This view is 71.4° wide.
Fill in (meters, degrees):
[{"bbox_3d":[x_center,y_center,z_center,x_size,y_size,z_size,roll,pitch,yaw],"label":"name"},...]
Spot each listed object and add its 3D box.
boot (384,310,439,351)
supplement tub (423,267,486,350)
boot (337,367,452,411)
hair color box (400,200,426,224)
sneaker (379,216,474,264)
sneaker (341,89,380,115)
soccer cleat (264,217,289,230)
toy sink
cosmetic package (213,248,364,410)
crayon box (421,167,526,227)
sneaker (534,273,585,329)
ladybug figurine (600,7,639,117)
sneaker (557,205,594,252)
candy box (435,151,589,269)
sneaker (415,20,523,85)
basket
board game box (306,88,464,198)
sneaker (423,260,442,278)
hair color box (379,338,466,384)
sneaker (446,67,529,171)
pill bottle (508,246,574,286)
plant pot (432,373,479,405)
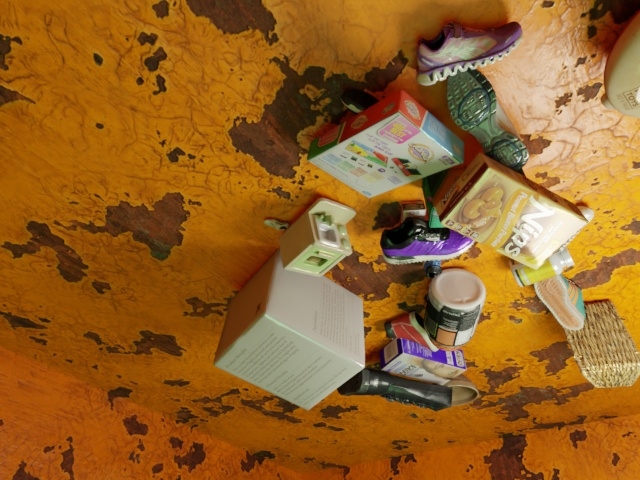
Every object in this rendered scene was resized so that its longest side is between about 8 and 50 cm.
[{"bbox_3d":[0.380,0.404,1.885,0.176,0.088,0.244,-27,122,28],"label":"boot"},{"bbox_3d":[0.487,0.266,1.649,0.194,0.193,0.315,-2,138,4],"label":"supplement tub"},{"bbox_3d":[0.331,0.683,2.073,0.446,0.146,0.367,13,166,-14],"label":"boot"},{"bbox_3d":[0.290,-0.060,1.410,0.072,0.043,0.141,-2,138,4],"label":"hair color box"},{"bbox_3d":[0.320,-0.014,1.351,0.294,0.102,0.146,-13,136,13],"label":"sneaker"},{"bbox_3d":[0.141,-0.291,1.134,0.235,0.084,0.097,23,134,-22],"label":"sneaker"},{"bbox_3d":[-0.142,-0.050,1.440,0.083,0.035,0.029,11,137,-10],"label":"soccer cleat"},{"bbox_3d":[0.000,0.000,1.398,0.153,0.131,0.234,16,137,-36],"label":"toy sink"},{"bbox_3d":[-0.096,0.313,1.559,0.394,0.327,0.329,33,122,-19],"label":"cosmetic package"},{"bbox_3d":[0.436,-0.123,1.247,0.279,0.165,0.081,-1,137,3],"label":"crayon box"},{"bbox_3d":[0.875,0.184,1.627,0.108,0.121,0.302,-14,121,47],"label":"sneaker"},{"bbox_3d":[0.785,-0.437,0.896,0.305,0.161,0.449,34,128,-30],"label":"ladybug figurine"},{"bbox_3d":[0.757,-0.015,1.408,0.090,0.094,0.235,28,130,-23],"label":"sneaker"},{"bbox_3d":[0.476,-0.067,1.123,0.317,0.087,0.182,24,124,-15],"label":"candy box"},{"bbox_3d":[0.314,-0.431,0.975,0.237,0.095,0.104,-15,127,19],"label":"sneaker"},{"bbox_3d":[1.032,0.406,1.707,0.223,0.299,0.213,-8,138,7],"label":"basket"},{"bbox_3d":[0.158,-0.224,1.127,0.242,0.064,0.317,27,152,-34],"label":"board game box"},{"bbox_3d":[0.397,0.069,1.516,0.058,0.084,0.152,12,136,-11],"label":"sneaker"},{"bbox_3d":[0.460,0.540,2.013,0.339,0.110,0.185,17,135,-19],"label":"hair color box"},{"bbox_3d":[0.403,-0.303,1.100,0.111,0.129,0.297,-27,112,30],"label":"sneaker"},{"bbox_3d":[0.745,0.081,1.504,0.184,0.103,0.103,-26,131,27],"label":"pill bottle"},{"bbox_3d":[0.648,0.719,2.197,0.238,0.109,0.237,1,136,1],"label":"plant pot"}]
